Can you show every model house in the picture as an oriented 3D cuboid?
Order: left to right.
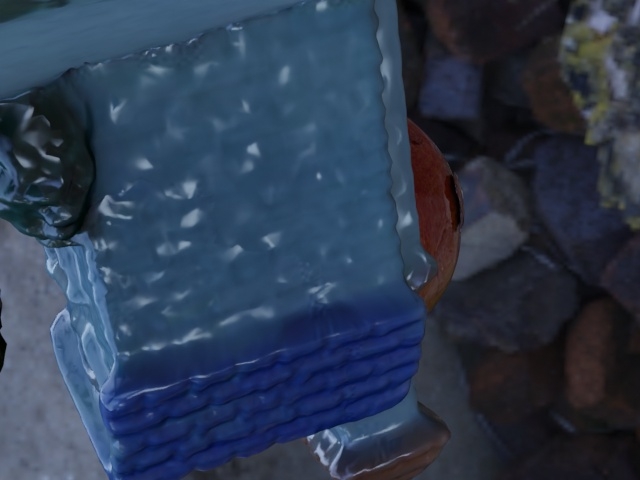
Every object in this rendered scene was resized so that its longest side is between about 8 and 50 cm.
[{"bbox_3d":[-0.070,0.007,0.853,0.295,0.251,0.329,36,146,61],"label":"model house"}]

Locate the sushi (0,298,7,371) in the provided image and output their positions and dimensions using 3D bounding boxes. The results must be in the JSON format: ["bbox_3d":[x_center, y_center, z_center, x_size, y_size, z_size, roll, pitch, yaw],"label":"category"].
[{"bbox_3d":[-0.244,-0.017,0.369,0.178,0.352,0.294,-42,85,3],"label":"sushi"}]

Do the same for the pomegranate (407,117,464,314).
[{"bbox_3d":[0.000,0.000,1.116,0.210,0.210,0.235,44,140,51],"label":"pomegranate"}]
